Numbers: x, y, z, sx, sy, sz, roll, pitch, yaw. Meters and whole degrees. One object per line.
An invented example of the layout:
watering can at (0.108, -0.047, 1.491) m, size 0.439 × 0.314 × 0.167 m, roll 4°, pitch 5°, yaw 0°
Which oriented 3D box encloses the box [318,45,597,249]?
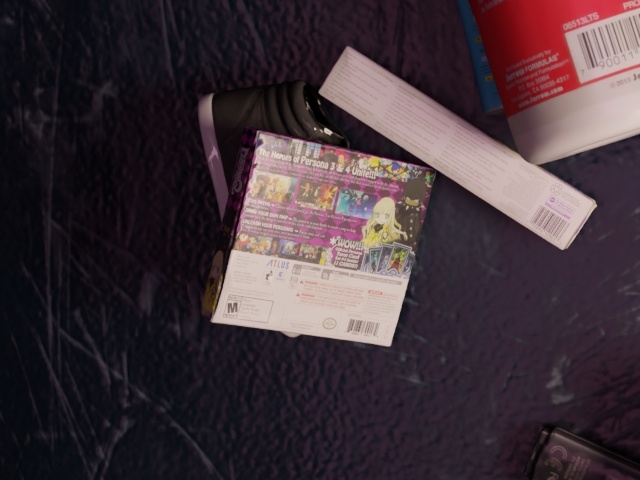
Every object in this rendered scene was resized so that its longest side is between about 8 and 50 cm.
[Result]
box at (0.150, -0.102, 1.490) m, size 0.324 × 0.063 × 0.067 m, roll 33°, pitch 99°, yaw 11°

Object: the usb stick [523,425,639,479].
usb stick at (0.359, 0.286, 1.468) m, size 0.278 × 0.045 × 0.077 m, roll 24°, pitch 104°, yaw 12°

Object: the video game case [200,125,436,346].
video game case at (0.000, 0.000, 1.473) m, size 0.232 × 0.042 × 0.210 m, roll 9°, pitch 99°, yaw -30°

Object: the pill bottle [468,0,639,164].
pill bottle at (0.251, -0.300, 1.367) m, size 0.229 × 0.229 × 0.407 m, roll -18°, pitch 88°, yaw 15°

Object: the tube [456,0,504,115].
tube at (0.186, -0.242, 1.485) m, size 0.080 × 0.052 × 0.207 m, roll -11°, pitch 85°, yaw 4°

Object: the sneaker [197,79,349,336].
sneaker at (-0.030, -0.046, 1.517) m, size 0.147 × 0.104 × 0.295 m, roll -19°, pitch 84°, yaw 20°
